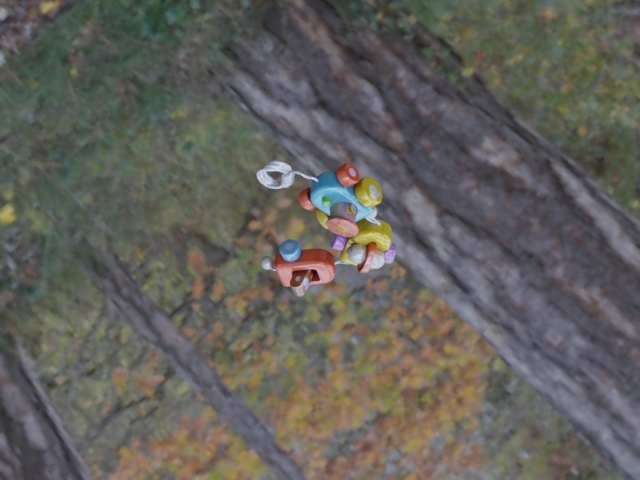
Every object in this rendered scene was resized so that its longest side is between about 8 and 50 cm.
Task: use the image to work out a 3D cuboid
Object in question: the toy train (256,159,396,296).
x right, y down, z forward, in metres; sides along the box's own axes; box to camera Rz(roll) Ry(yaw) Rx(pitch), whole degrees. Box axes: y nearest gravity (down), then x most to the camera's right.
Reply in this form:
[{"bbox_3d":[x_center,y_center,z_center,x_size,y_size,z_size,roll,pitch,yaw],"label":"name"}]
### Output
[{"bbox_3d":[0.000,0.000,1.052,0.125,0.046,0.166,-1,143,8],"label":"toy train"}]
